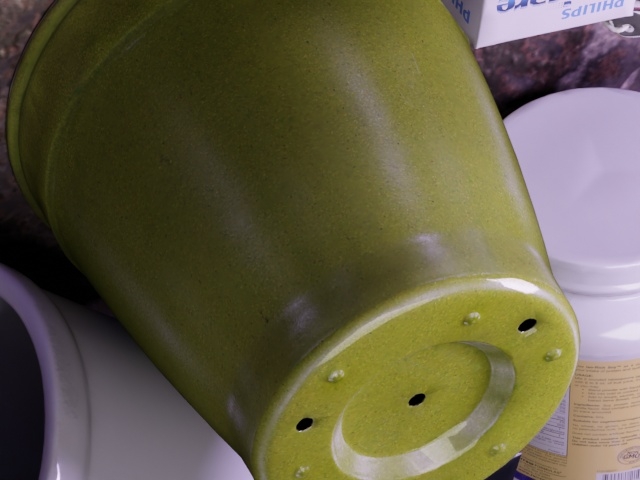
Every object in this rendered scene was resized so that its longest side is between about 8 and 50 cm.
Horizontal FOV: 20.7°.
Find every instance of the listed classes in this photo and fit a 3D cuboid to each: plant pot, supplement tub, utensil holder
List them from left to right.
[{"bbox_3d":[-0.185,0.220,1.390,0.327,0.328,0.385,-45,139,17],"label":"utensil holder"},{"bbox_3d":[0.000,0.000,1.247,0.366,0.353,0.366,-16,139,-15],"label":"plant pot"},{"bbox_3d":[0.239,0.055,1.534,0.241,0.241,0.331,-20,139,-12],"label":"supplement tub"}]

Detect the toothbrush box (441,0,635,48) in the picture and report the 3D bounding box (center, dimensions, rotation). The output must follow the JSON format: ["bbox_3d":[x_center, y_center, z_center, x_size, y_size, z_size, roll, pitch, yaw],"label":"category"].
[{"bbox_3d":[0.123,-0.307,1.108,0.126,0.216,0.295,-13,137,-19],"label":"toothbrush box"}]

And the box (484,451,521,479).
[{"bbox_3d":[0.079,0.210,1.615,0.103,0.184,0.261,-23,149,-21],"label":"box"}]

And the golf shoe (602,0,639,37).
[{"bbox_3d":[0.242,-0.211,1.372,0.272,0.105,0.120,6,136,-34],"label":"golf shoe"}]
